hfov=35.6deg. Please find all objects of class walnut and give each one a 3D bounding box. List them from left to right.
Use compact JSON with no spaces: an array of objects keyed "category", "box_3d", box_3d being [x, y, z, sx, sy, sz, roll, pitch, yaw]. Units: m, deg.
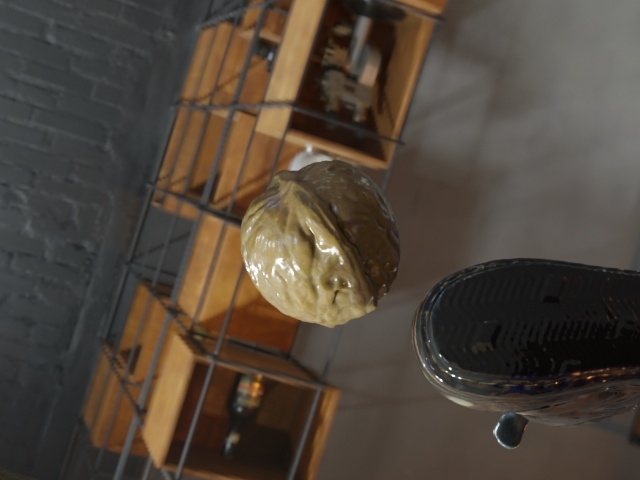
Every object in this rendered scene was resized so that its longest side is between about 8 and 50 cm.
[{"category":"walnut","box_3d":[0.000,0.000,1.221,0.213,0.213,0.213,18,-178,-1]}]

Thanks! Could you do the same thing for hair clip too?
[{"category":"hair clip","box_3d":[0.324,0.203,1.486,0.039,0.230,0.070,28,179,6]}]

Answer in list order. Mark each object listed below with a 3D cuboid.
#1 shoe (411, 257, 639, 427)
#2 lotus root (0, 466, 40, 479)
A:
[{"category":"shoe","box_3d":[0.258,0.132,1.202,0.383,0.171,0.237,-1,158,-21]},{"category":"lotus root","box_3d":[-0.135,0.186,0.279,0.250,0.251,0.346,17,174,-19]}]
